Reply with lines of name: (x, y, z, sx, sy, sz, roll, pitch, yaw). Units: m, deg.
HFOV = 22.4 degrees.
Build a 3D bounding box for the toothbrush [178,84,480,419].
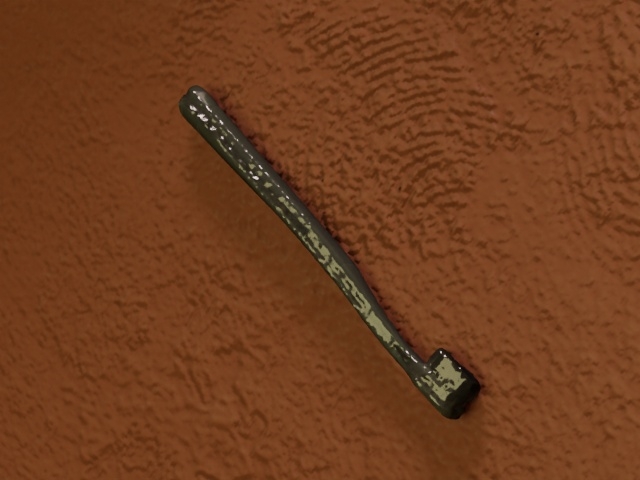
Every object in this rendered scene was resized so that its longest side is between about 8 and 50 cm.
toothbrush: (0.000, 0.000, 1.062, 0.030, 0.030, 0.297, -47, 69, 13)
